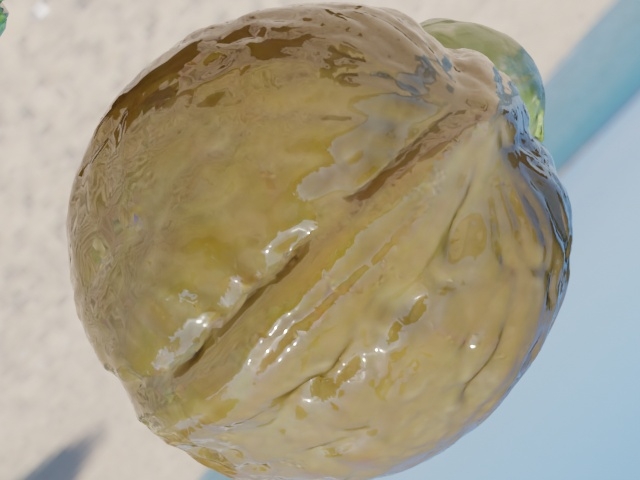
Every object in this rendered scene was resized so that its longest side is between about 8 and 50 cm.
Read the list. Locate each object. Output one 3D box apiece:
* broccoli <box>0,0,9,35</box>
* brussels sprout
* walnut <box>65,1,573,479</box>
[{"bbox_3d":[-0.272,-0.224,1.365,0.269,0.254,0.269,2,90,-86],"label":"broccoli"},{"bbox_3d":[0.133,-0.129,1.704,0.149,0.151,0.122,14,-130,45],"label":"brussels sprout"},{"bbox_3d":[0.000,0.000,1.220,0.333,0.333,0.333,-45,176,-4],"label":"walnut"}]
